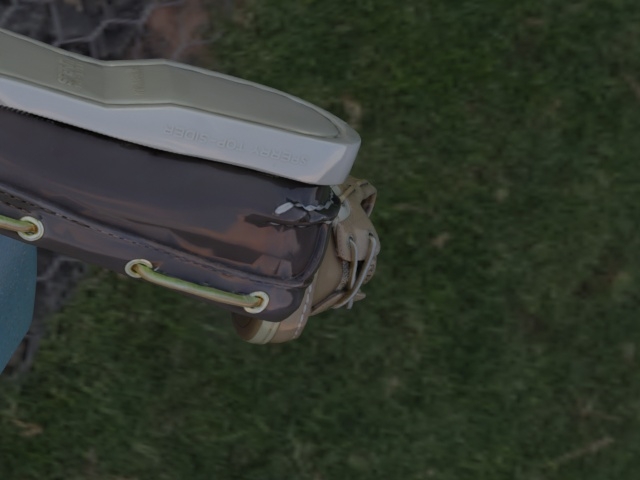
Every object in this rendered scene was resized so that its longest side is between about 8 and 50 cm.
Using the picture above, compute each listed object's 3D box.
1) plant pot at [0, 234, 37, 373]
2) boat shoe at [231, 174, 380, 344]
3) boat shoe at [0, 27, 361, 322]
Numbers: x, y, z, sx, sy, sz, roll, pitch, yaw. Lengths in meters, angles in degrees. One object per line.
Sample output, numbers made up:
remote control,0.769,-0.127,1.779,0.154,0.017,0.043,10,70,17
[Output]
plant pot,-0.364,0.026,1.251,0.252,0.247,0.248,66,30,-31
boat shoe,0.000,0.000,1.393,0.110,0.341,0.121,21,113,-4
boat shoe,-0.149,-0.044,0.706,0.324,0.116,0.096,13,107,-9
